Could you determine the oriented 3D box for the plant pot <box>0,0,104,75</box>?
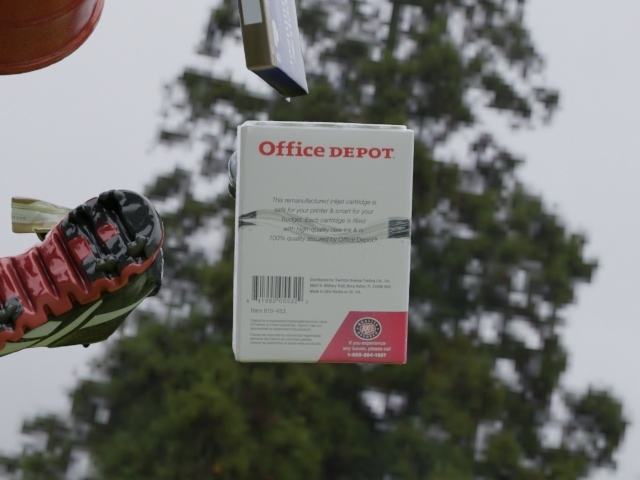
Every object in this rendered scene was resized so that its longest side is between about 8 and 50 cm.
[{"bbox_3d":[-0.329,-0.355,1.873,0.272,0.272,0.265,14,-34,-12],"label":"plant pot"}]

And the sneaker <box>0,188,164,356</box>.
[{"bbox_3d":[-0.259,0.059,1.647,0.276,0.098,0.135,-26,-29,-4],"label":"sneaker"}]

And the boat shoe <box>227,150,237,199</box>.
[{"bbox_3d":[-0.009,-0.068,1.943,0.183,0.065,0.083,5,-15,-6],"label":"boat shoe"}]

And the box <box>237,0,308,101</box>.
[{"bbox_3d":[-0.052,-0.241,2.063,0.036,0.136,0.225,-9,-7,9],"label":"box"}]

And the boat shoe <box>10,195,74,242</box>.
[{"bbox_3d":[-0.298,-0.017,2.018,0.050,0.045,0.135,7,-6,34],"label":"boat shoe"}]

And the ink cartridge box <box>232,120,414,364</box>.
[{"bbox_3d":[0.000,0.000,1.826,0.171,0.237,0.100,1,4,-5],"label":"ink cartridge box"}]
